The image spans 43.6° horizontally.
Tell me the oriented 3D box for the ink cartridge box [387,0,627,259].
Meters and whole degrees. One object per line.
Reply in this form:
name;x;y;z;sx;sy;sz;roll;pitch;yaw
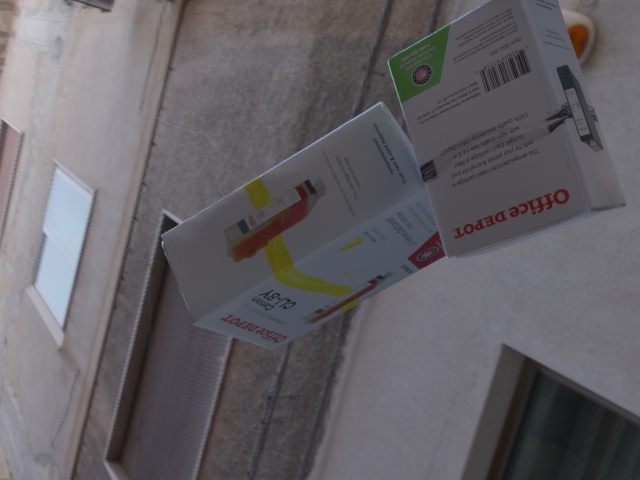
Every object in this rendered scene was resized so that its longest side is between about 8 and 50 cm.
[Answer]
ink cartridge box;0.222;-0.134;0.978;0.114;0.198;0.273;-6;-102;-49

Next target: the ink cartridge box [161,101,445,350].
ink cartridge box;0.000;0.000;1.226;0.384;0.160;0.279;-30;-24;12
